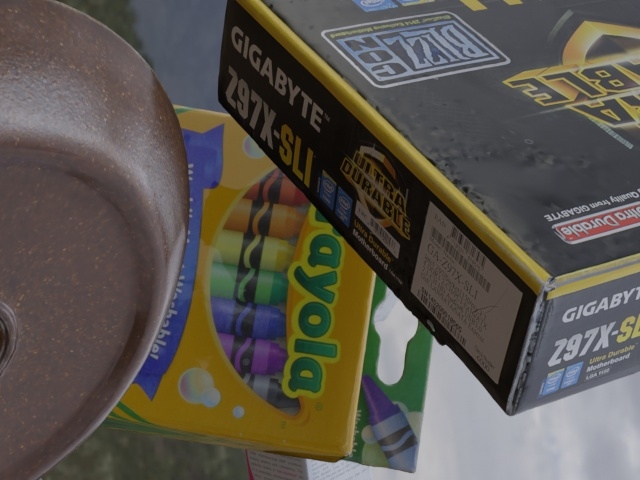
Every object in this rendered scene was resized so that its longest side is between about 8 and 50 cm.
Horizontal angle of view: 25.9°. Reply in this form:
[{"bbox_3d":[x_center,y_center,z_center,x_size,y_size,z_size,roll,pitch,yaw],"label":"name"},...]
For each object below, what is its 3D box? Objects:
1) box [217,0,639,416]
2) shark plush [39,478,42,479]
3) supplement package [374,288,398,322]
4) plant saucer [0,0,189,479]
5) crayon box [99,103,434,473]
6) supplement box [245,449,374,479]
[{"bbox_3d":[0.147,-0.061,0.697,0.257,0.322,0.079,47,-41,41],"label":"box"},{"bbox_3d":[-0.261,0.274,1.299,0.161,0.073,0.067,61,8,7],"label":"shark plush"},{"bbox_3d":[0.000,0.000,1.457,0.179,0.105,0.105,59,-33,24],"label":"supplement package"},{"bbox_3d":[-0.114,0.024,0.404,0.036,0.198,0.199,43,-31,36],"label":"plant saucer"},{"bbox_3d":[-0.077,0.023,0.891,0.083,0.323,0.203,115,-16,-76],"label":"crayon box"},{"bbox_3d":[-0.012,0.285,1.670,0.111,0.114,0.220,7,-70,45],"label":"supplement box"}]
